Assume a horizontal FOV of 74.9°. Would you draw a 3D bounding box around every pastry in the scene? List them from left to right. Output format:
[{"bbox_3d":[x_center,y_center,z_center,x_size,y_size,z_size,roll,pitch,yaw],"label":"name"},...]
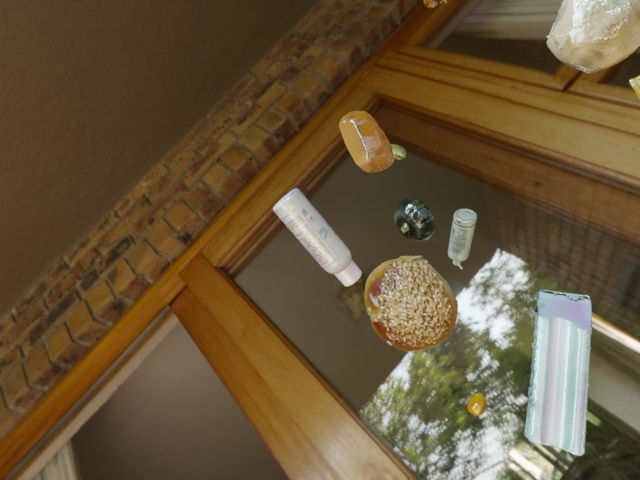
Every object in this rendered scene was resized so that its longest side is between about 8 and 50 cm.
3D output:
[{"bbox_3d":[0.368,0.263,1.745,0.410,0.409,0.245,-62,-21,10],"label":"pastry"}]

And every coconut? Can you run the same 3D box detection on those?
[{"bbox_3d":[0.591,-0.453,0.883,0.194,0.194,0.194,-25,-48,-30],"label":"coconut"}]

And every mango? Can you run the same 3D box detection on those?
[{"bbox_3d":[0.468,0.485,1.245,0.060,0.046,0.089,-51,-13,28],"label":"mango"}]

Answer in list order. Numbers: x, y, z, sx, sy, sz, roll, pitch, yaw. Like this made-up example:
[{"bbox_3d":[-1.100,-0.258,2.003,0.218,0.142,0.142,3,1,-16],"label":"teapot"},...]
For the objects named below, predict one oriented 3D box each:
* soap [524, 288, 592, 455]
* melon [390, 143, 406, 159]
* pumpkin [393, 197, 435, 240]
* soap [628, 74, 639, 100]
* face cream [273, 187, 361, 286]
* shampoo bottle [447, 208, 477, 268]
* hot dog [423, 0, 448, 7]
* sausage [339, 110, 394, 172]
[{"bbox_3d":[0.726,0.377,1.272,0.261,0.156,0.446,25,-108,-58],"label":"soap"},{"bbox_3d":[0.292,-0.388,1.821,0.128,0.160,0.079,17,-99,-31],"label":"melon"},{"bbox_3d":[0.419,-0.089,1.877,0.152,0.211,0.212,-28,-45,-8],"label":"pumpkin"},{"bbox_3d":[1.146,-0.465,1.426,0.135,0.233,0.076,-25,-4,-44],"label":"soap"},{"bbox_3d":[0.000,0.000,1.006,0.082,0.082,0.269,-43,-76,-12],"label":"face cream"},{"bbox_3d":[0.557,0.000,1.661,0.085,0.085,0.262,-31,-43,-25],"label":"shampoo bottle"},{"bbox_3d":[0.503,-1.091,1.665,0.349,0.117,0.158,-63,-36,-15],"label":"hot dog"},{"bbox_3d":[0.155,-0.340,1.426,0.136,0.241,0.120,-18,-15,-38],"label":"sausage"}]
